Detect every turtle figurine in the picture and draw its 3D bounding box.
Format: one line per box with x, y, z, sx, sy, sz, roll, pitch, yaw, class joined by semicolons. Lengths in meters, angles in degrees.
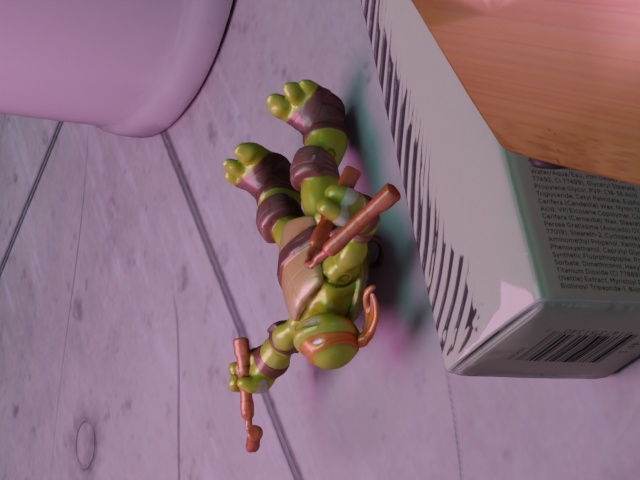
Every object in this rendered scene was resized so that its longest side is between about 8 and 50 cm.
0.000;0.000;1.075;0.269;0.087;0.217;115;152;-45;turtle figurine

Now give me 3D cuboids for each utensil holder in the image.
-0.302;-0.264;1.332;0.327;0.385;0.328;-11;77;58;utensil holder

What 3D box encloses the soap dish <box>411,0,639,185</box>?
0.206;-0.096;0.566;0.229;0.290;0.118;20;123;58;soap dish

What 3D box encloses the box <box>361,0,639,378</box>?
0.105;-0.067;0.882;0.094;0.113;0.275;-46;47;49;box
